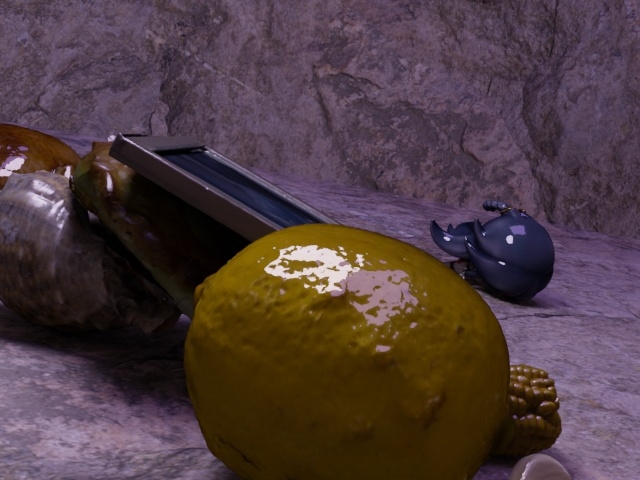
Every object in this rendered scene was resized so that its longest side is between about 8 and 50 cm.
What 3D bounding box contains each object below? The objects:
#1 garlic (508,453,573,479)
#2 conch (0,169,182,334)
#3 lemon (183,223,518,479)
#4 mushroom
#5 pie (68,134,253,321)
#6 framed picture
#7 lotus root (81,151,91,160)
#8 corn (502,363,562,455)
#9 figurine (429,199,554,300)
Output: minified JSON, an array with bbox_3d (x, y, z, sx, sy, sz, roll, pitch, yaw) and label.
[{"bbox_3d":[0.214,0.238,0.975,0.083,0.053,0.041,-3,-27,-40],"label":"garlic"},{"bbox_3d":[-0.295,0.038,1.181,0.291,0.159,0.210,45,6,20],"label":"conch"},{"bbox_3d":[0.021,0.112,0.849,0.283,0.261,0.260,12,10,-2],"label":"lemon"},{"bbox_3d":[-0.458,-0.072,1.460,0.283,0.195,0.263,14,5,9],"label":"mushroom"},{"bbox_3d":[-0.161,-0.010,1.163,0.288,0.103,0.354,45,12,2],"label":"pie"},{"bbox_3d":[0.000,0.000,1.123,0.446,0.028,0.326,31,8,1],"label":"framed picture"},{"bbox_3d":[-0.348,-0.076,1.679,0.141,0.169,0.314,-32,18,-8],"label":"lotus root"},{"bbox_3d":[0.116,0.176,1.055,0.312,0.102,0.102,5,12,-16],"label":"corn"},{"bbox_3d":[0.344,0.023,1.977,0.175,0.197,0.265,-28,39,-35],"label":"figurine"}]
